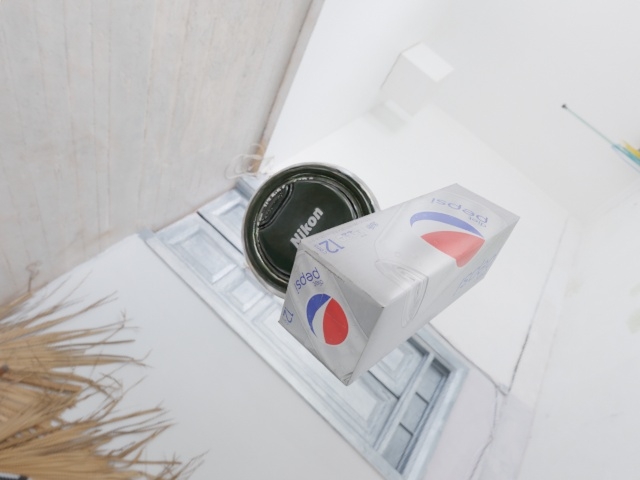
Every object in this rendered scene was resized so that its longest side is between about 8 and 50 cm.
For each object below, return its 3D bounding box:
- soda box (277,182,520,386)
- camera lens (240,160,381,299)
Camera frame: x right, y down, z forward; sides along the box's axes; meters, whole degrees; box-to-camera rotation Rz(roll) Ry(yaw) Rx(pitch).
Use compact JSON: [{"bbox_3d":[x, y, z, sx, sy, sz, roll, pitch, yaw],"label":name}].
[{"bbox_3d":[0.097,0.023,0.419,0.286,0.091,0.098,-20,138,-44],"label":"soda box"},{"bbox_3d":[0.000,0.000,0.709,0.219,0.219,0.274,-47,169,0],"label":"camera lens"}]
